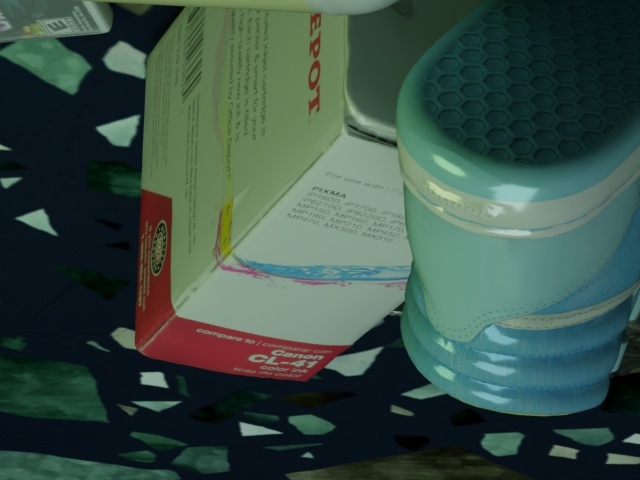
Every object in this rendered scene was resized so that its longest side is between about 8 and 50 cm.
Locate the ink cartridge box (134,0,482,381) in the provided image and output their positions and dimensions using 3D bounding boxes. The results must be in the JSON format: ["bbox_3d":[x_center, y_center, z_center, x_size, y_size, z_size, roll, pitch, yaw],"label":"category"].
[{"bbox_3d":[0.003,-0.076,1.074,0.131,0.226,0.306,14,151,-23],"label":"ink cartridge box"}]

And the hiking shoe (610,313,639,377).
[{"bbox_3d":[0.261,0.045,1.435,0.114,0.086,0.227,-6,159,-8],"label":"hiking shoe"}]

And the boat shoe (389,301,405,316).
[{"bbox_3d":[0.000,0.000,1.359,0.114,0.091,0.302,-14,147,31],"label":"boat shoe"}]

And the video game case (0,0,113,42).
[{"bbox_3d":[-0.241,-0.181,1.133,0.173,0.022,0.190,-3,151,15],"label":"video game case"}]

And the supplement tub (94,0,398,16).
[{"bbox_3d":[-0.062,-0.218,0.785,0.325,0.235,0.235,5,152,11],"label":"supplement tub"}]

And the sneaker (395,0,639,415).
[{"bbox_3d":[0.136,-0.041,0.883,0.127,0.319,0.208,29,136,27],"label":"sneaker"}]
